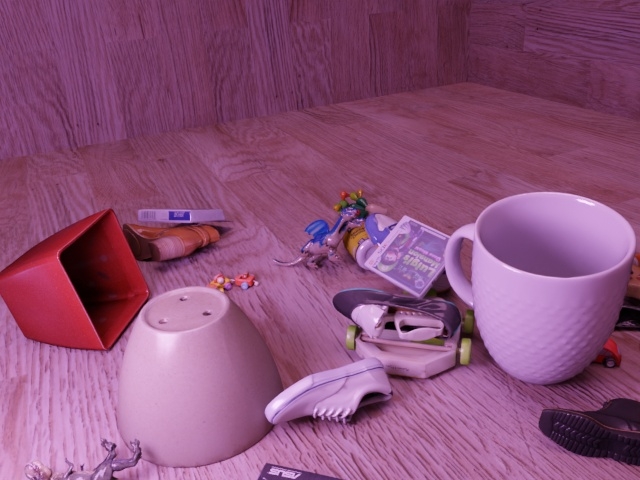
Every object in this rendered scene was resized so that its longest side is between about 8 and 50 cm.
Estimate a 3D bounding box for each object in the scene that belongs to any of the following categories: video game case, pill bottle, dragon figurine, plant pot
[{"bbox_3d":[0.228,0.037,1.447,0.190,0.022,0.173,31,76,42],"label":"video game case"},{"bbox_3d":[0.125,0.005,1.711,0.103,0.103,0.184,-11,27,-14],"label":"pill bottle"},{"bbox_3d":[0.000,0.000,1.691,0.289,0.085,0.144,-23,34,35],"label":"dragon figurine"},{"bbox_3d":[-0.627,0.108,1.455,0.236,0.267,0.267,-11,24,13],"label":"plant pot"}]

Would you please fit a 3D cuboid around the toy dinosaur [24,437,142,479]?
[{"bbox_3d":[-0.369,0.401,1.008,0.269,0.064,0.118,5,41,17],"label":"toy dinosaur"}]

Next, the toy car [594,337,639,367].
[{"bbox_3d":[0.684,0.226,1.225,0.225,0.053,0.239,-22,31,-32],"label":"toy car"}]

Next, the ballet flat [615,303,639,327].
[{"bbox_3d":[0.702,0.172,1.324,0.173,0.057,0.049,1,-2,6],"label":"ballet flat"}]

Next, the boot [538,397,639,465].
[{"bbox_3d":[0.495,0.320,1.050,0.198,0.076,0.137,17,26,13],"label":"boot"}]

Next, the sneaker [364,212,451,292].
[{"bbox_3d":[0.248,0.001,1.553,0.296,0.130,0.112,40,50,21],"label":"sneaker"}]

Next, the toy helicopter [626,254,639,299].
[{"bbox_3d":[0.805,0.100,1.433,0.356,0.140,0.235,13,20,11],"label":"toy helicopter"}]

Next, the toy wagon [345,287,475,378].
[{"bbox_3d":[0.219,0.189,1.356,0.268,0.068,0.344,5,26,17],"label":"toy wagon"}]

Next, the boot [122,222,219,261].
[{"bbox_3d":[-0.477,-0.016,1.848,0.284,0.108,0.220,9,22,44],"label":"boot"}]

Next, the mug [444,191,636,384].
[{"bbox_3d":[0.408,0.095,1.183,0.276,0.327,0.374,-32,42,-29],"label":"mug"}]

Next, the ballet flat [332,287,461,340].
[{"bbox_3d":[0.155,0.161,1.243,0.281,0.095,0.096,3,38,15],"label":"ballet flat"}]

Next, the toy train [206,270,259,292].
[{"bbox_3d":[-0.249,0.123,1.586,0.125,0.046,0.166,5,27,19],"label":"toy train"}]

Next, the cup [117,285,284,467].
[{"bbox_3d":[-0.245,0.230,1.143,0.332,0.236,0.331,-3,25,1],"label":"cup"}]

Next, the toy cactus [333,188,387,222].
[{"bbox_3d":[0.137,-0.117,1.987,0.181,0.112,0.219,8,18,3],"label":"toy cactus"}]

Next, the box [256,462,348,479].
[{"bbox_3d":[-0.011,0.441,0.876,0.231,0.056,0.183,5,26,19],"label":"box"}]

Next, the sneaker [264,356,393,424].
[{"bbox_3d":[0.024,0.302,1.112,0.258,0.094,0.091,-17,54,-22],"label":"sneaker"}]

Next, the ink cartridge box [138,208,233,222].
[{"bbox_3d":[-0.439,-0.082,1.928,0.224,0.045,0.224,2,3,27],"label":"ink cartridge box"}]
